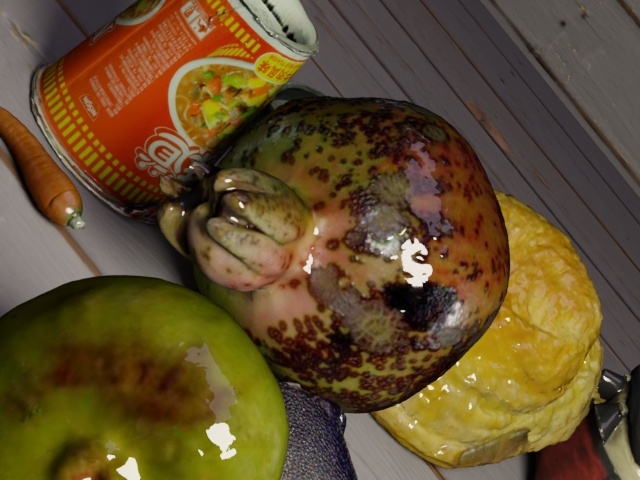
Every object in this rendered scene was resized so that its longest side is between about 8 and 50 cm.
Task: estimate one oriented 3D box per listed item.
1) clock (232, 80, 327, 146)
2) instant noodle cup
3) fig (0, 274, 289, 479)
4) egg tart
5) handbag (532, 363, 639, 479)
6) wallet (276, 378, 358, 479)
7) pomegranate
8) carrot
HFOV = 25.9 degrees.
[{"bbox_3d":[0.029,-0.045,1.570,0.312,0.061,0.312,42,24,-23],"label":"clock"},{"bbox_3d":[-0.119,-0.149,1.239,0.193,0.212,0.193,41,24,-23],"label":"instant noodle cup"},{"bbox_3d":[-0.121,0.117,0.859,0.203,0.203,0.225,48,0,-6],"label":"fig"},{"bbox_3d":[0.156,0.069,1.410,0.339,0.153,0.351,-36,93,-45],"label":"egg tart"},{"bbox_3d":[0.339,0.249,1.541,0.181,0.181,0.254,49,21,-6],"label":"handbag"},{"bbox_3d":[-0.055,0.200,1.025,0.262,0.071,0.221,25,38,-42],"label":"wallet"},{"bbox_3d":[0.000,0.000,1.156,0.340,0.285,0.285,12,44,-58],"label":"pomegranate"},{"bbox_3d":[-0.231,-0.060,1.127,0.142,0.035,0.035,52,20,23],"label":"carrot"}]
